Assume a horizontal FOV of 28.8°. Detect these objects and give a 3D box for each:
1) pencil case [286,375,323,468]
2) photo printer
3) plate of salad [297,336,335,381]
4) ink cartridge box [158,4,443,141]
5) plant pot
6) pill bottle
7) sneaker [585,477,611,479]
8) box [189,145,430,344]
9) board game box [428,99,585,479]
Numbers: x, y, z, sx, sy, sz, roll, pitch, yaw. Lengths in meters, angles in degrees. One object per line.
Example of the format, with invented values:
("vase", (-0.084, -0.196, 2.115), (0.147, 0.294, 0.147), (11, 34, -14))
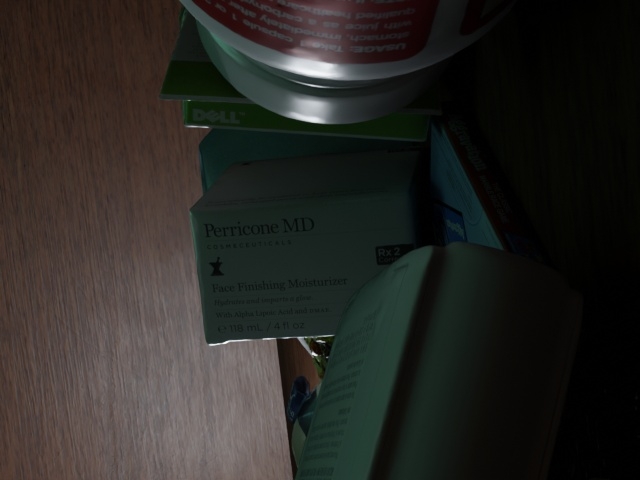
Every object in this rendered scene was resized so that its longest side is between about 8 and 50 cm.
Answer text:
("pencil case", (0.079, 0.259, 0.925), (0.410, 0.160, 0.183), (-105, -2, -51))
("photo printer", (0.039, 0.172, 0.712), (0.256, 0.107, 0.307), (130, 157, -75))
("plate of salad", (0.033, 0.133, 1.227), (0.200, 0.048, 0.200), (38, 162, 14))
("ink cartridge box", (-0.011, -0.117, 0.906), (0.255, 0.188, 0.097), (-85, -1, -57))
("plant pot", (-0.021, -0.046, 1.287), (0.290, 0.195, 0.290), (173, 90, -83))
("pill bottle", (0.019, -0.222, 0.605), (0.408, 0.229, 0.229), (101, 161, -68))
("sneaker", (0.148, 0.207, 0.708), (0.192, 0.064, 0.086), (99, 164, -48))
("box", (0.000, 0.000, 1.057), (0.182, 0.181, 0.119), (-62, -33, -72))
("board game box", (0.122, 0.032, 0.877), (0.281, 0.027, 0.145), (-106, 13, -53))
